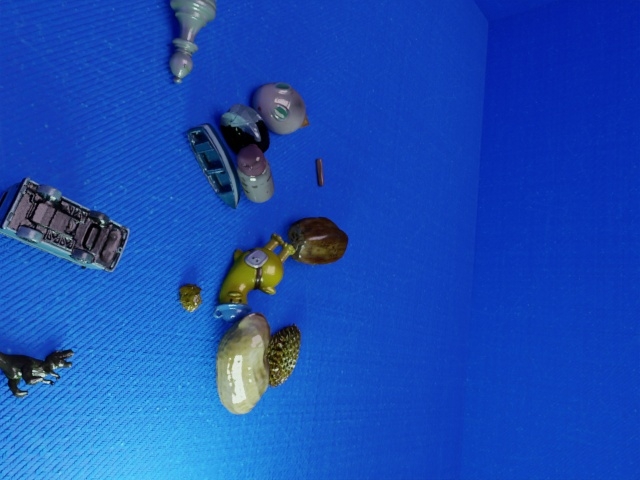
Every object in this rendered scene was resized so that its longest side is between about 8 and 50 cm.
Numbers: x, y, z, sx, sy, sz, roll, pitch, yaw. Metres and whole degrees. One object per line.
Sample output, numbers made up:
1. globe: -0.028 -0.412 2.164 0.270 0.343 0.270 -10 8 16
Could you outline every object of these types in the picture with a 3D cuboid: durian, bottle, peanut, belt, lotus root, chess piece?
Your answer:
1. durian: -0.132 0.413 1.854 0.139 0.145 0.251 52 42 -64
2. bottle: -0.218 -0.225 1.687 0.233 0.110 0.109 84 22 -65
3. peanut: -0.247 0.395 1.626 0.158 0.174 0.339 -84 175 -71
4. belt: -0.251 -0.359 1.700 0.078 0.151 0.198 -54 134 -36
5. lotus root: -0.007 -0.002 1.985 0.291 0.193 0.192 2 87 -48
6. chess piece: -0.411 -0.615 1.561 0.139 0.139 0.271 11 91 -50

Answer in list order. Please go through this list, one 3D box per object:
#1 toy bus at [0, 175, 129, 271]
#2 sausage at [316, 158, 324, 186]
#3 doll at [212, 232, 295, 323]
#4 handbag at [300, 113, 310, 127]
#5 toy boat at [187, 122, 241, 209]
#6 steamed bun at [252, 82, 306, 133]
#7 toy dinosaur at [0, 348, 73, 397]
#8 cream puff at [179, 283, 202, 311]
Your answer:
1. toy bus: -0.622 -0.028 1.216 0.271 0.165 0.132 35 63 -45
2. sausage: -0.001 -0.280 2.107 0.026 0.026 0.115 -11 97 -51
3. doll: -0.239 0.126 1.726 0.199 0.145 0.363 38 60 4
4. handbag: -0.076 -0.492 2.023 0.061 0.027 0.083 -30 110 -46
5. toy boat: -0.329 -0.237 1.651 0.061 0.096 0.299 -58 134 -48
6. steamed bun: -0.140 -0.488 1.864 0.228 0.131 0.176 19 74 -51
7. toy dinosaur: -0.705 0.274 1.219 0.178 0.087 0.187 56 17 18
8. cream puff: -0.397 0.175 1.568 0.083 0.058 0.083 48 55 -36
